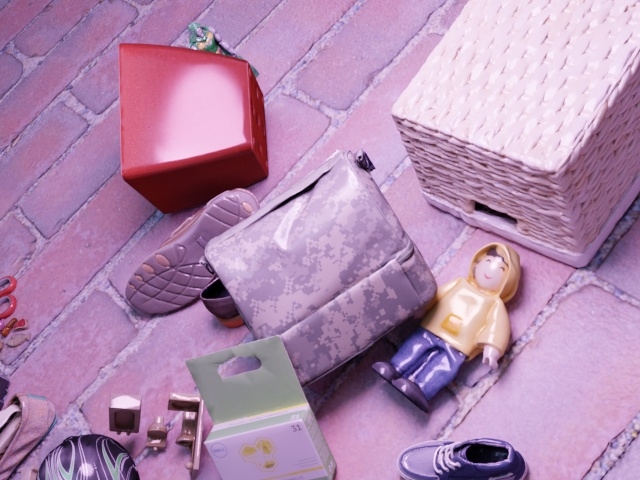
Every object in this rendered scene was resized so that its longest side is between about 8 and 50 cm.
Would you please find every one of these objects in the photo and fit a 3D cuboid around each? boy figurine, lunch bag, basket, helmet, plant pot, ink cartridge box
[{"bbox_3d":[0.215,0.126,1.215,0.285,0.092,0.177,-48,47,-3],"label":"boy figurine"},{"bbox_3d":[-0.001,0.033,1.253,0.305,0.256,0.213,-33,20,7],"label":"lunch bag"},{"bbox_3d":[0.334,-0.194,1.250,0.328,0.266,0.331,28,77,37],"label":"basket"},{"bbox_3d":[-0.380,0.405,1.299,0.169,0.169,0.161,-34,9,4],"label":"helmet"},{"bbox_3d":[-0.233,-0.220,1.558,0.235,0.267,0.267,-5,77,5],"label":"plant pot"},{"bbox_3d":[-0.096,0.274,1.203,0.171,0.235,0.056,-17,18,18],"label":"ink cartridge box"}]

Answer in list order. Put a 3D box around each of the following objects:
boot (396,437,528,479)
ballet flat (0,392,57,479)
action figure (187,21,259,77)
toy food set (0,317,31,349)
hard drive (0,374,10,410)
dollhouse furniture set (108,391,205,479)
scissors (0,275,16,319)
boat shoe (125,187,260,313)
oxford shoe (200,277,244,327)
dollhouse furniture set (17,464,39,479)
[{"bbox_3d":[0.187,0.302,1.115,0.189,0.086,0.069,-8,56,24],"label":"boot"},{"bbox_3d":[-0.621,0.409,1.467,0.107,0.106,0.316,24,73,37],"label":"ballet flat"},{"bbox_3d":[-0.213,-0.371,1.680,0.063,0.232,0.137,21,72,36],"label":"action figure"},{"bbox_3d":[-0.664,0.195,1.687,0.122,0.019,0.078,-22,52,14],"label":"toy food set"},{"bbox_3d":[-0.778,0.406,1.583,0.236,0.064,0.339,6,62,31],"label":"hard drive"},{"bbox_3d":[-0.274,0.330,1.308,0.151,0.144,0.123,7,56,-10],"label":"dollhouse furniture set"},{"bbox_3d":[-0.781,0.191,1.758,0.297,0.021,0.109,-37,52,3],"label":"scissors"},{"bbox_3d":[-0.236,0.019,1.528,0.324,0.123,0.116,-37,15,13],"label":"boat shoe"},{"bbox_3d":[-0.090,0.050,1.418,0.271,0.098,0.097,-38,49,3],"label":"oxford shoe"},{"bbox_3d":[-0.556,0.488,1.250,0.198,0.303,0.287,-21,52,14],"label":"dollhouse furniture set"}]
